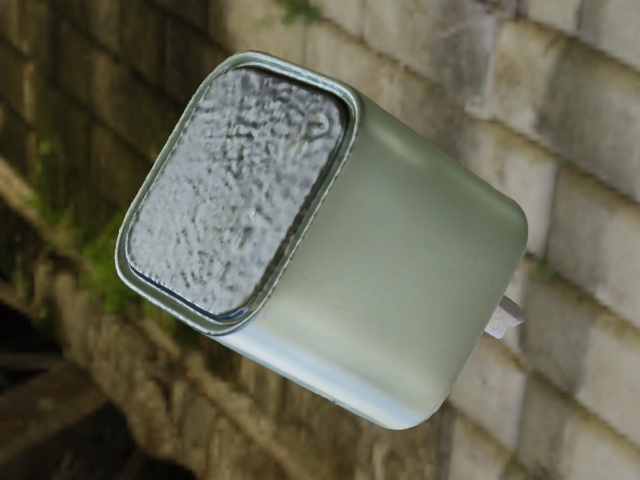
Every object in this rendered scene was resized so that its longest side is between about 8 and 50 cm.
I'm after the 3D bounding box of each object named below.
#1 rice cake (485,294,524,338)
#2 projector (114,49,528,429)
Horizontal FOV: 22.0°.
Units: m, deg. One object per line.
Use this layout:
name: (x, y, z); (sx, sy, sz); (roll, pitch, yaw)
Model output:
rice cake: (0.155, 0.042, 2.260); (0.365, 0.056, 0.073); (33, -160, -38)
projector: (0.000, 0.000, 1.509); (0.249, 0.248, 0.248); (32, 176, -39)
